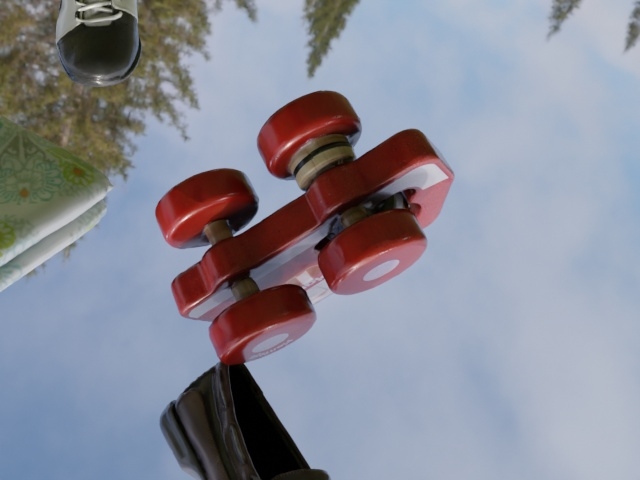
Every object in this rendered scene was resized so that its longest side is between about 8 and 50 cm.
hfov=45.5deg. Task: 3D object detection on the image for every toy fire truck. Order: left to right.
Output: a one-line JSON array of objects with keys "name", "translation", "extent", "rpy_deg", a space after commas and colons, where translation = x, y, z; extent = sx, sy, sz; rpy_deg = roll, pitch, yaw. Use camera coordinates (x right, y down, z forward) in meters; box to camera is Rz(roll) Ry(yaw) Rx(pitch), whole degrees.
[{"name": "toy fire truck", "translation": [0.000, 0.000, 0.781], "extent": [0.169, 0.302, 0.254], "rpy_deg": [62, -165, 18]}]

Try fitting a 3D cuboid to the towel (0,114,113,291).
[{"name": "towel", "translation": [-0.507, -0.048, 0.982], "extent": [0.320, 0.090, 0.374], "rpy_deg": [28, -137, 16]}]

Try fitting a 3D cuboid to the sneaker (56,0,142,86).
[{"name": "sneaker", "translation": [-0.317, -0.369, 1.075], "extent": [0.122, 0.146, 0.330], "rpy_deg": [-3, -120, -6]}]

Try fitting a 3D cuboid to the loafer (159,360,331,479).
[{"name": "loafer", "translation": [-0.040, 0.210, 0.656], "extent": [0.302, 0.095, 0.109], "rpy_deg": [38, -178, 43]}]
